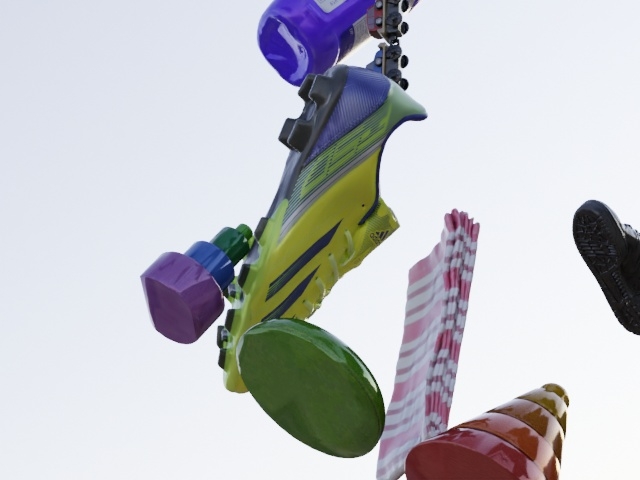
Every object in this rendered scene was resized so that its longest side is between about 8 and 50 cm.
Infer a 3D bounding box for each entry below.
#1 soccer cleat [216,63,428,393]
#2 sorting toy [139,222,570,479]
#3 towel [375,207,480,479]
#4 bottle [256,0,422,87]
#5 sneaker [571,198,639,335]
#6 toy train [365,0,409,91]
[{"bbox_3d":[0.000,0.000,1.481,0.121,0.289,0.093,21,5,-12],"label":"soccer cleat"},{"bbox_3d":[0.042,0.089,1.350,0.126,0.365,0.127,-47,-21,-33],"label":"sorting toy"},{"bbox_3d":[0.080,0.087,1.434,0.029,0.197,0.144,15,-26,-8],"label":"towel"},{"bbox_3d":[0.061,-0.274,1.913,0.283,0.092,0.118,-39,-6,-24],"label":"bottle"},{"bbox_3d":[0.285,0.016,1.608,0.089,0.170,0.051,-43,28,-28],"label":"sneaker"},{"bbox_3d":[0.056,-0.190,1.553,0.036,0.158,0.027,-6,-20,20],"label":"toy train"}]
